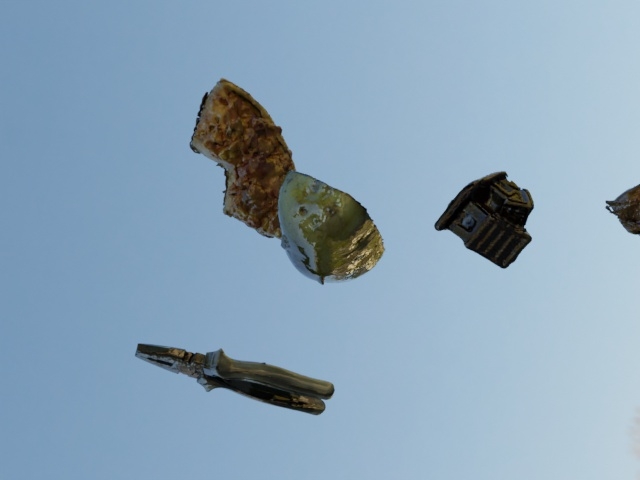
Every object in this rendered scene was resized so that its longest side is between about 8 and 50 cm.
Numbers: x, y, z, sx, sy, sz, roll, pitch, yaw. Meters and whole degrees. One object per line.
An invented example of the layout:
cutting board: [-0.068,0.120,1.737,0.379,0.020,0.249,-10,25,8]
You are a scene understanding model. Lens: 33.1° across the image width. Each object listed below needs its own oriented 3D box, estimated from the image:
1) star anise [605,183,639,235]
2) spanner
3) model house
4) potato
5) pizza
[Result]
star anise: [0.650,-0.041,1.910,0.346,0.237,0.148,-110,7,-59]
spanner: [-0.140,0.218,1.740,0.095,0.325,0.040,113,171,-50]
model house: [0.329,-0.037,2.012,0.165,0.152,0.106,-52,-33,8]
potato: [0.000,0.000,1.608,0.111,0.160,0.271,-58,-18,-10]
pizza: [-0.118,-0.135,1.845,0.161,0.085,0.305,-24,-89,-30]
